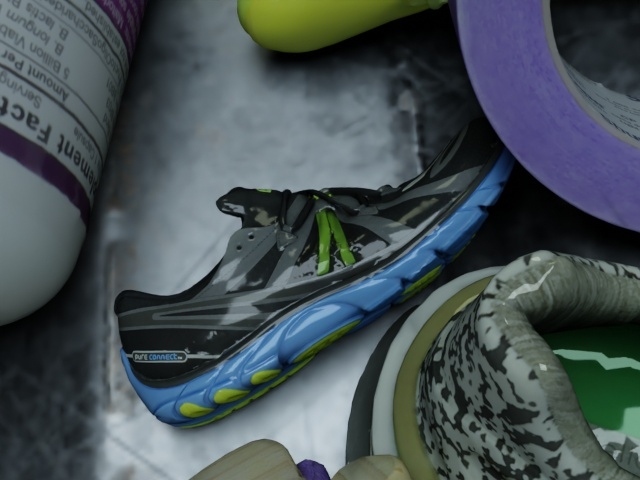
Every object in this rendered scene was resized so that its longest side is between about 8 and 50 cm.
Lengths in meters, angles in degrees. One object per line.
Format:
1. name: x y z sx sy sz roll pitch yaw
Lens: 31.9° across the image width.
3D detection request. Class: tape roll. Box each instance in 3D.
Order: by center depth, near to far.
1. tape roll: 0.142 -0.101 0.416 0.189 0.080 0.189 1 113 2

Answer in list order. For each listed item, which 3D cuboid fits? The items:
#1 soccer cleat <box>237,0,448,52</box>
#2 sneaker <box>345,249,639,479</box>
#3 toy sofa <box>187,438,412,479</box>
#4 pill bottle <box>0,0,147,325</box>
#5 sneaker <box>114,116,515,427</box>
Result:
1. soccer cleat: 0.099 -0.152 0.480 0.289 0.093 0.121 -31 83 2
2. sneaker: 0.209 0.094 0.358 0.410 0.182 0.158 12 71 5
3. toy sofa: -0.096 0.214 0.322 0.362 0.177 0.150 -27 104 -18
4. pill bottle: -0.160 -0.069 0.429 0.169 0.169 0.302 10 71 4
5. sneaker: 0.000 0.000 0.455 0.188 0.067 0.078 -32 79 -7
